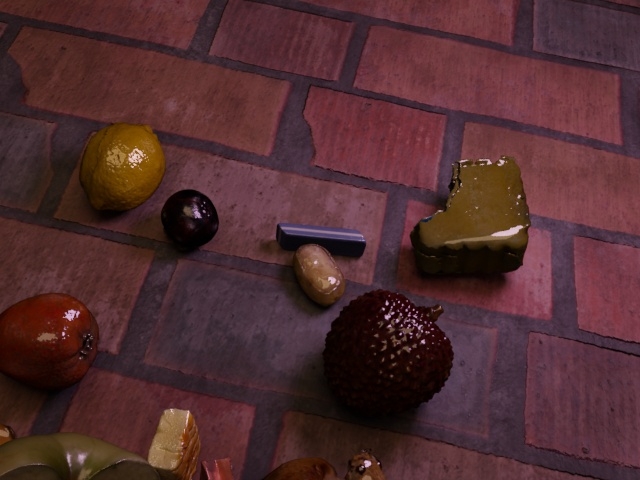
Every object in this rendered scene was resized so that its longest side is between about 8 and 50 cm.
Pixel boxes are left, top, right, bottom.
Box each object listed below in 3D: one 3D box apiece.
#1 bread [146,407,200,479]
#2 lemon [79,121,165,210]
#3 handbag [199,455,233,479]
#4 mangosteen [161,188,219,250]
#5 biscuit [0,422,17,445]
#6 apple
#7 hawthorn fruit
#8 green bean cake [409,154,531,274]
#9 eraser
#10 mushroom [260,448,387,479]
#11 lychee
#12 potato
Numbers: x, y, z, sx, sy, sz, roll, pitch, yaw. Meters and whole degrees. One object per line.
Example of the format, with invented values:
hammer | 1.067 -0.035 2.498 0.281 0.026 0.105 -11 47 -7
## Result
bread | -0.287 0.426 1.500 0.068 0.188 0.125 10 54 6
lemon | -0.494 -0.186 1.878 0.204 0.204 0.260 20 64 6
handbag | -0.193 0.541 1.452 0.059 0.157 0.212 -4 57 -19
mangosteen | -0.328 -0.048 1.849 0.153 0.152 0.152 3 56 -5
biscuit | -0.731 0.485 1.453 0.326 0.107 0.325 5 58 -8
apple | -0.480 0.524 1.311 0.320 0.311 0.360 21 99 3
hawthorn fruit | -0.610 0.210 1.595 0.263 0.210 0.210 3 56 4
green bean cake | 0.371 -0.051 1.913 0.285 0.202 0.309 0 55 7
eraser | 0.000 0.000 1.884 0.225 0.082 0.036 5 58 -3
mushroom | 0.002 0.536 1.380 0.260 0.345 0.345 -11 57 7
lychee | 0.148 0.243 1.639 0.304 0.275 0.275 -39 67 0
potato | -0.005 0.081 1.830 0.107 0.080 0.170 -29 61 -15
